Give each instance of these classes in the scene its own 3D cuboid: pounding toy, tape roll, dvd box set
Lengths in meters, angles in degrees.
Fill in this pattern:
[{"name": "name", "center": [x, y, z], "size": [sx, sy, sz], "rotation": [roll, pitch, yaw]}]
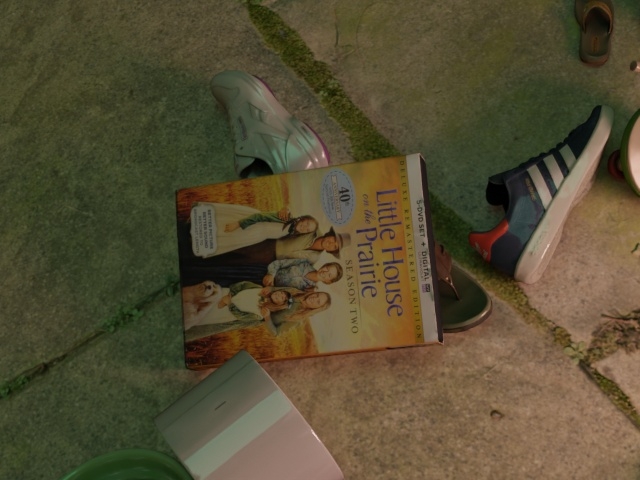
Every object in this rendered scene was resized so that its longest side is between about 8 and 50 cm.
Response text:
[{"name": "pounding toy", "center": [0.553, -0.175, 1.695], "size": [0.183, 0.110, 0.236], "rotation": [0, 95, -22]}, {"name": "tape roll", "center": [-0.104, 0.303, 1.477], "size": [0.169, 0.246, 0.246], "rotation": [-37, 60, -11]}, {"name": "dvd box set", "center": [-0.025, 0.039, 1.640], "size": [0.421, 0.062, 0.307], "rotation": [-7, 79, 15]}]

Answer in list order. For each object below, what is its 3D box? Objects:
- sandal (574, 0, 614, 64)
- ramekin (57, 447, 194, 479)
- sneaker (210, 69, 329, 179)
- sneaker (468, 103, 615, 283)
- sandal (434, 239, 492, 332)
[{"name": "sandal", "center": [0.509, -0.406, 1.883], "size": [0.072, 0.049, 0.180], "rotation": [1, 60, 12]}, {"name": "ramekin", "center": [-0.276, 0.462, 1.435], "size": [0.304, 0.148, 0.303], "rotation": [-14, 42, 13]}, {"name": "sneaker", "center": [-0.125, -0.201, 1.853], "size": [0.152, 0.114, 0.305], "rotation": [-39, 60, -13]}, {"name": "sneaker", "center": [0.364, -0.103, 1.685], "size": [0.148, 0.131, 0.350], "rotation": [27, 69, 19]}, {"name": "sandal", "center": [0.156, 0.038, 1.670], "size": [0.120, 0.086, 0.303], "rotation": [-36, 58, -12]}]
